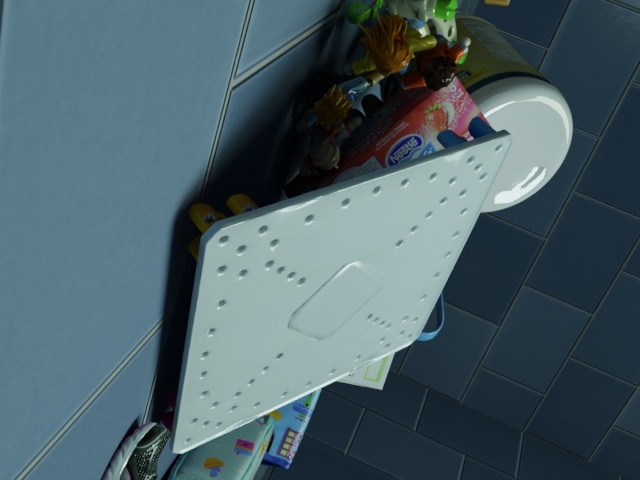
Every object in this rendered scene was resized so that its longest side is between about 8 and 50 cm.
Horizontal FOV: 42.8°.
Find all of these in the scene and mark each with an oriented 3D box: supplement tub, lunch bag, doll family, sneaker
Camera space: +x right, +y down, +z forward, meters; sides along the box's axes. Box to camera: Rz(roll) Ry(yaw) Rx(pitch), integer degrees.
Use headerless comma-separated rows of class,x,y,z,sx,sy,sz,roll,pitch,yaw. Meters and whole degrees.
supplement tub,0.229,-0.221,1.302,0.316,0.228,0.228,-115,-145,-46
lunch bag,-0.099,0.316,1.580,0.293,0.138,0.220,122,-8,-70
lunch bag,-0.172,0.393,1.277,0.279,0.108,0.224,-54,166,-60
doll family,0.047,-0.189,0.978,0.263,0.118,0.163,-35,-163,19
sneaker,-0.196,0.282,0.855,0.072,0.077,0.178,98,17,-70

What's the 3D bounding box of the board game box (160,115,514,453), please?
board game box,0.008,0.054,0.940,0.390,0.050,0.390,-20,146,-31

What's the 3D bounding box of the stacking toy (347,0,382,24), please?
stacking toy,0.084,-0.373,0.925,0.221,0.052,0.167,-61,171,-18

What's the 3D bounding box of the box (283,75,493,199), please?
box,0.093,-0.092,1.061,0.257,0.128,0.122,-40,-160,1

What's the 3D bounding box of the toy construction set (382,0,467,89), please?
toy construction set,0.174,-0.372,1.166,0.215,0.151,0.327,75,29,-49

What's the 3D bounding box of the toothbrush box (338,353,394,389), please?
toothbrush box,0.059,0.141,1.638,0.283,0.122,0.206,-136,-118,-71

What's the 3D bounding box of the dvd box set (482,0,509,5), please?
dvd box set,0.390,-0.719,1.596,0.420,0.062,0.307,100,-6,-64

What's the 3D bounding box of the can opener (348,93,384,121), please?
can opener,0.102,-0.120,1.246,0.074,0.093,0.280,-39,-139,18

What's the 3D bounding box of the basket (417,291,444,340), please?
basket,0.070,0.010,1.296,0.201,0.255,0.288,112,-13,-58
